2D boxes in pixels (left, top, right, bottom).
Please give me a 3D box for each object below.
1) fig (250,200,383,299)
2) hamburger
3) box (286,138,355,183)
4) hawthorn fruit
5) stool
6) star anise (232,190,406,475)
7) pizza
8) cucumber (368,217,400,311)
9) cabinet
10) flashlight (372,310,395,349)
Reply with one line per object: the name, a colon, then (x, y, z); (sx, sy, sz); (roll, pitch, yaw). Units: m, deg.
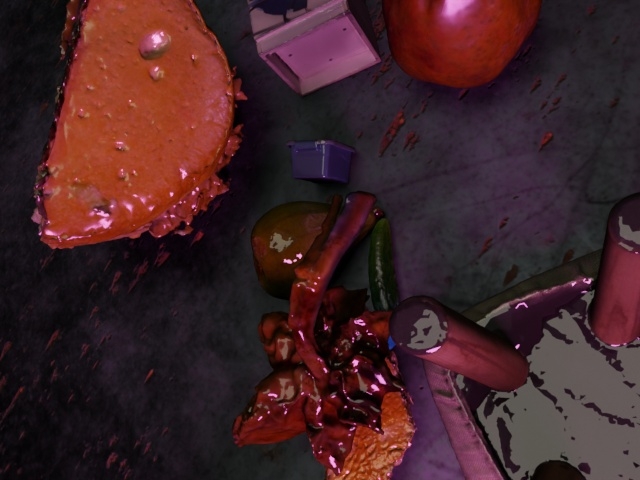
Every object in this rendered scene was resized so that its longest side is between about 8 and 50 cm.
fig: (-0.014, -0.003, 0.824); (0.185, 0.133, 0.127); (-36, 35, -31)
hamburger: (-0.261, -0.178, 0.909); (0.268, 0.287, 0.445); (166, 116, -66)
box: (0.002, -0.111, 0.848); (0.074, 0.099, 0.054); (0, 89, 27)
hawthorn fruit: (0.164, -0.319, 0.742); (0.208, 0.248, 0.208); (-12, 63, 24)
stool: (0.250, 0.155, 0.567); (0.310, 0.226, 0.310); (-29, 62, 16)
star anise: (0.001, 0.107, 0.665); (0.237, 0.148, 0.346); (51, 129, 51)
pizza: (0.051, 0.232, 0.731); (0.147, 0.069, 0.226); (-26, 56, 9)
cucumber: (0.083, 0.048, 0.789); (0.039, 0.039, 0.167); (-12, 69, 23)
cabinet: (-0.018, -0.361, 0.901); (0.145, 0.150, 0.206); (-19, 67, 20)
flashlight: (0.047, 0.112, 0.762); (0.129, 0.051, 0.051); (-2, 72, 49)
